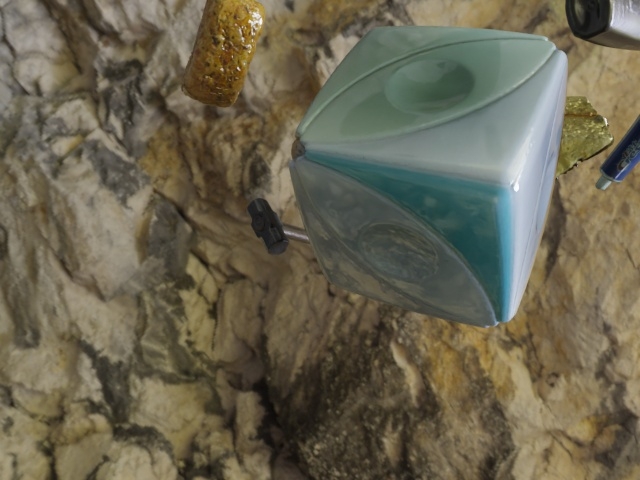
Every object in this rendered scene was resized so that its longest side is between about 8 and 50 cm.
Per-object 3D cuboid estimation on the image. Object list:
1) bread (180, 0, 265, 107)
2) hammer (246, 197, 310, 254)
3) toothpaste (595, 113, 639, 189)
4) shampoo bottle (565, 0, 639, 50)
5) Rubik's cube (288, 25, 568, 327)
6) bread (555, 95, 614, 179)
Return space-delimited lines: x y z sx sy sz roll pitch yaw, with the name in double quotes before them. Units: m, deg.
"bread" -0.182 -0.357 1.257 0.211 0.113 0.083 -69 -153 21
"hammer" 0.000 0.000 1.384 0.043 0.365 0.111 -45 -124 23
"toothpaste" 0.603 -0.199 1.250 0.069 0.047 0.268 52 -49 29
"shampoo bottle" 0.564 -0.394 1.167 0.350 0.126 0.084 -7 176 -35
"Rubik's cube" 0.185 -0.108 1.078 0.351 0.352 0.347 14 -127 21
"bread" 0.561 -0.227 1.608 0.236 0.198 0.263 -5 -150 13
